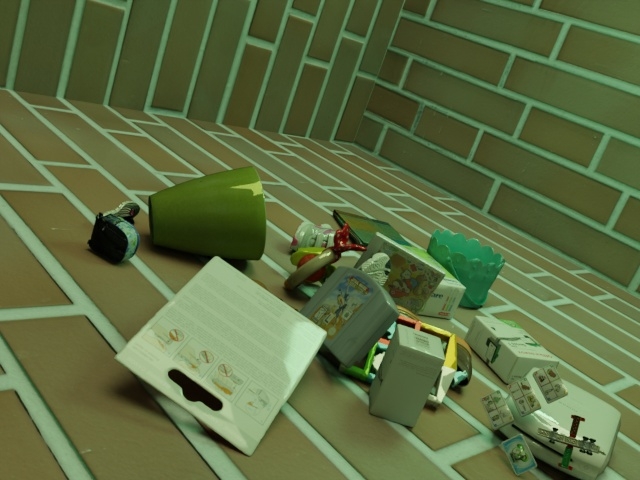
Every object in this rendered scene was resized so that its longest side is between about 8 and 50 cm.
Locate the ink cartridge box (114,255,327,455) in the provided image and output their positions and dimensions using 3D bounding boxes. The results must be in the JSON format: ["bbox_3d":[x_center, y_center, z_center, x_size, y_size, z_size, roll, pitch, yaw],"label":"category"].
[{"bbox_3d":[-0.191,0.230,1.355,0.308,0.091,0.385,35,36,2],"label":"ink cartridge box"}]

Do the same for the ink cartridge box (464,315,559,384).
[{"bbox_3d":[0.542,0.315,1.911,0.160,0.092,0.219,10,20,-27],"label":"ink cartridge box"}]

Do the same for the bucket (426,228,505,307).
[{"bbox_3d":[0.483,0.099,2.332,0.281,0.183,0.281,18,19,-6],"label":"bucket"}]

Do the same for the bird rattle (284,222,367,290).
[{"bbox_3d":[0.004,0.070,1.889,0.207,0.253,0.143,-34,94,-36],"label":"bird rattle"}]

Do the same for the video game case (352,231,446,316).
[{"bbox_3d":[0.202,0.114,1.892,0.227,0.206,0.026,30,24,-3],"label":"video game case"}]

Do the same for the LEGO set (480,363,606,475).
[{"bbox_3d":[0.477,0.413,1.437,0.060,0.183,0.244,43,21,-48],"label":"LEGO set"}]

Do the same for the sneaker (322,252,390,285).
[{"bbox_3d":[0.077,0.114,1.854,0.094,0.235,0.153,43,-12,-37],"label":"sneaker"}]

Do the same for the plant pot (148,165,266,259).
[{"bbox_3d":[-0.329,-0.067,1.894,0.294,0.274,0.275,-5,26,-20],"label":"plant pot"}]

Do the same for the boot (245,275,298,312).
[{"bbox_3d":[-0.188,0.165,1.597,0.220,0.109,0.283,29,12,13],"label":"boot"}]

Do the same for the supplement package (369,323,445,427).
[{"bbox_3d":[0.185,0.293,1.457,0.105,0.179,0.105,19,18,-4],"label":"supplement package"}]

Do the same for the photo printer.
[{"bbox_3d":[0.560,0.428,1.578,0.256,0.107,0.308,28,20,25],"label":"photo printer"}]

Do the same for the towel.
[{"bbox_3d":[0.214,-0.021,2.633,0.272,0.040,0.370,14,17,-21],"label":"towel"}]

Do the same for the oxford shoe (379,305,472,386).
[{"bbox_3d":[0.216,0.261,1.680,0.364,0.129,0.132,19,24,-3],"label":"oxford shoe"}]

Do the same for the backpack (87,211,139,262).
[{"bbox_3d":[-0.515,-0.005,1.706,0.114,0.105,0.084,32,22,18],"label":"backpack"}]

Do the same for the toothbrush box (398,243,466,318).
[{"bbox_3d":[0.297,0.122,2.165,0.206,0.122,0.283,11,19,-27],"label":"toothbrush box"}]

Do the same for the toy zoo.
[{"bbox_3d":[0.207,0.275,1.599,0.293,0.030,0.192,19,54,3],"label":"toy zoo"}]

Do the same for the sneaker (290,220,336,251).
[{"bbox_3d":[0.000,0.000,2.238,0.111,0.102,0.252,29,21,30],"label":"sneaker"}]

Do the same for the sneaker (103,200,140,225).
[{"bbox_3d":[-0.552,-0.061,1.901,0.075,0.063,0.170,23,23,10],"label":"sneaker"}]

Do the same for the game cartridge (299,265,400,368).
[{"bbox_3d":[0.064,0.168,1.618,0.062,0.198,0.297,39,-2,-27],"label":"game cartridge"}]
